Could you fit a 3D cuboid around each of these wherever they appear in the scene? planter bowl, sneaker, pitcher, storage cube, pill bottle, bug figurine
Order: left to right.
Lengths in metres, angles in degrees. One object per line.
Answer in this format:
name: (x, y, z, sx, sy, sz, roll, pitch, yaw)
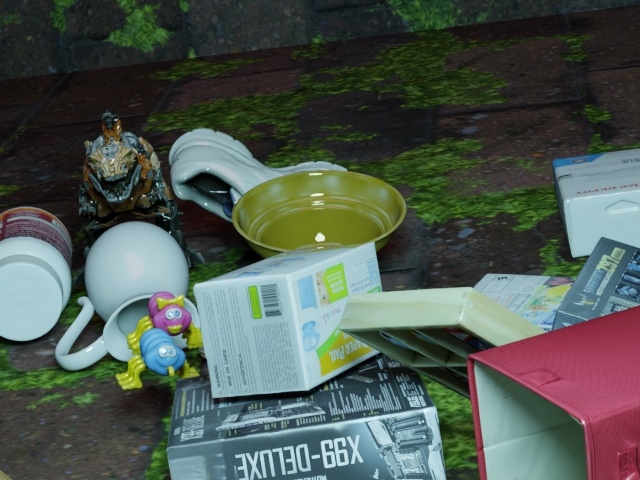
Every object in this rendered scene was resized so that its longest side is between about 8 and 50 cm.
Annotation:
pill bottle: (-0.372, 0.042, 2.415, 0.121, 0.121, 0.221, -9, 17, -4)
pitcher: (-0.239, 0.071, 2.296, 0.177, 0.125, 0.207, -22, 30, 0)
bug figurine: (-0.095, 0.096, 2.086, 0.279, 0.072, 0.216, -6, 16, -19)
sneaker: (-0.064, -0.050, 2.527, 0.297, 0.111, 0.129, 14, 27, -1)
planter bowl: (0.000, 0.000, 2.405, 0.217, 0.090, 0.217, -2, 29, 1)
storage cube: (0.256, 0.176, 1.607, 0.193, 0.184, 0.215, -14, 18, -21)

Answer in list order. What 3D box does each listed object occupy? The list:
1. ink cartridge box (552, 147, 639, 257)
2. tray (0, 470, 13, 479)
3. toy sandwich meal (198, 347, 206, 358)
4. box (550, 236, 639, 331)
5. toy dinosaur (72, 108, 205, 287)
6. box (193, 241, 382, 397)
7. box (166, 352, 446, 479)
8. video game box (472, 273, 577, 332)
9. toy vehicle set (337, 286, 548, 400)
ink cartridge box: (0.373, -0.052, 2.439, 0.139, 0.082, 0.191, -7, 19, 5)
tray: (-0.303, 0.304, 1.643, 0.202, 0.076, 0.411, -18, 19, -27)
toy sandwich meal: (-0.099, 0.115, 2.214, 0.085, 0.029, 0.085, -7, 17, 2)
box: (0.346, 0.082, 1.984, 0.183, 0.059, 0.233, 18, 24, 12)
toy dinosaur: (-0.245, -0.065, 2.497, 0.164, 0.218, 0.322, -9, 5, 18)
box: (-0.023, 0.074, 1.864, 0.103, 0.114, 0.203, -7, 7, 26)
box: (-0.018, 0.177, 1.827, 0.242, 0.077, 0.307, -9, 8, -2)
video game box: (0.236, 0.092, 2.107, 0.187, 0.048, 0.205, -1, 19, 26)
toy vehicle set: (0.168, 0.115, 1.760, 0.267, 0.035, 0.166, 29, -21, -32)
